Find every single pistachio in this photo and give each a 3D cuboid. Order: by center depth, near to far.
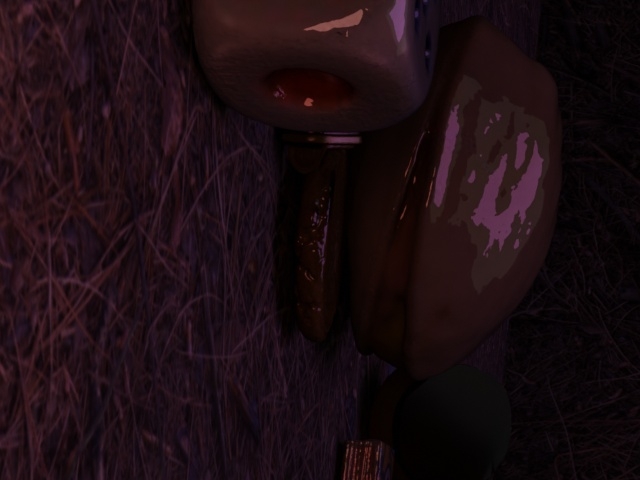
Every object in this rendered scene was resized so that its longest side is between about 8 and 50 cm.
[{"bbox_3d":[0.149,-0.053,1.914,0.365,0.281,0.446,6,98,-75],"label":"pistachio"}]

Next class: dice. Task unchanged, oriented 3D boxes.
[{"bbox_3d":[0.001,-0.213,1.375,0.194,0.193,0.192,58,36,-66],"label":"dice"}]

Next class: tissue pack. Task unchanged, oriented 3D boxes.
[{"bbox_3d":[0.055,0.333,2.015,0.108,0.060,0.148,48,47,-71],"label":"tissue pack"}]

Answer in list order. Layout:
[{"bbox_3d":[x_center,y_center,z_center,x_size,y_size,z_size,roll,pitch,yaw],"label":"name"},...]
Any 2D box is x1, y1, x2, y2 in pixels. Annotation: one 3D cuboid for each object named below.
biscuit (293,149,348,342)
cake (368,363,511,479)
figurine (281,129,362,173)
[{"bbox_3d":[0.000,0.000,1.724,0.226,0.042,0.226,4,90,-84],"label":"biscuit"},{"bbox_3d":[0.154,0.252,2.215,0.178,0.185,0.208,-157,-117,-65],"label":"cake"},{"bbox_3d":[-0.010,-0.146,1.627,0.098,0.082,0.154,-3,96,-62],"label":"figurine"}]
